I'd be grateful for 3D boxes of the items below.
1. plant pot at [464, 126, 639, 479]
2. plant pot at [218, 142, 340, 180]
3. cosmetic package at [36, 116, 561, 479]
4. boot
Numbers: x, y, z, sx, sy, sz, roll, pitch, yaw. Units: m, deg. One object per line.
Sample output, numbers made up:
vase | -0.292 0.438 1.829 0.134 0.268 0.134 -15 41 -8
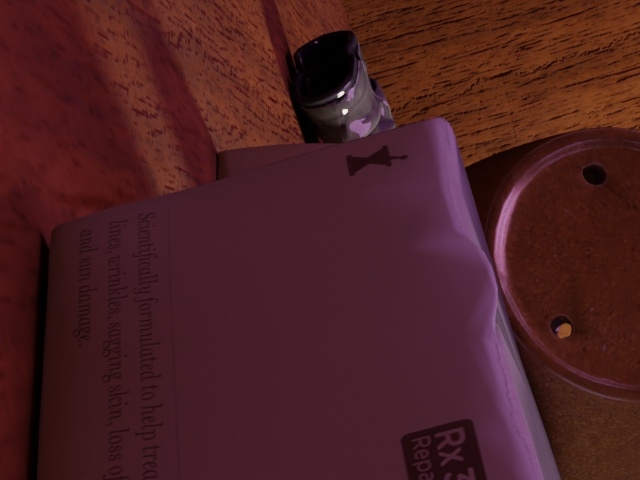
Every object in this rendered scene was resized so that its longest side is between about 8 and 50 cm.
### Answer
plant pot | 0.100 0.054 0.870 0.254 0.237 0.237 114 -35 -65
plant pot | 0.000 0.000 1.164 0.109 0.096 0.109 -97 169 -64
cosmetic package | 0.034 0.178 0.691 0.217 0.156 0.385 -98 169 -58
boot | 0.047 -0.117 1.969 0.338 0.118 0.222 -103 171 -74
